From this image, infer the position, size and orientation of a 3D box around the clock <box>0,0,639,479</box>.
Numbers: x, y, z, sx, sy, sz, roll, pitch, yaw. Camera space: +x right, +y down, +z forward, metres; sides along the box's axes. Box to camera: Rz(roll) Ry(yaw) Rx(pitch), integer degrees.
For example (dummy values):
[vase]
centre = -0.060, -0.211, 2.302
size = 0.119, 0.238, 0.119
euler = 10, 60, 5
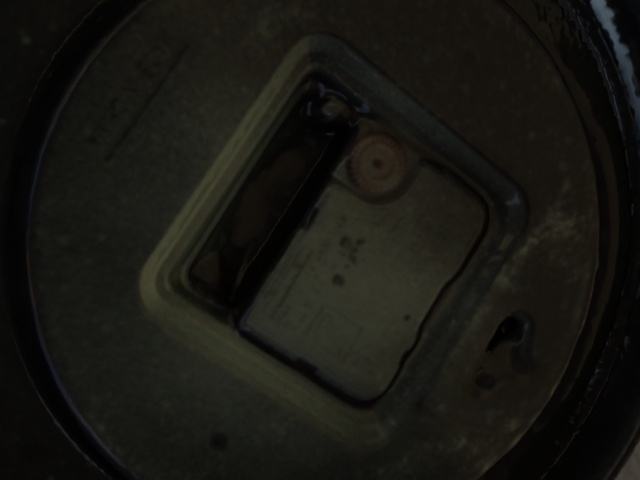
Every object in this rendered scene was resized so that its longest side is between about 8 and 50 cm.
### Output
[clock]
centre = 0.000, 0.000, 0.400
size = 0.076, 0.386, 0.386
euler = -159, 52, -70
